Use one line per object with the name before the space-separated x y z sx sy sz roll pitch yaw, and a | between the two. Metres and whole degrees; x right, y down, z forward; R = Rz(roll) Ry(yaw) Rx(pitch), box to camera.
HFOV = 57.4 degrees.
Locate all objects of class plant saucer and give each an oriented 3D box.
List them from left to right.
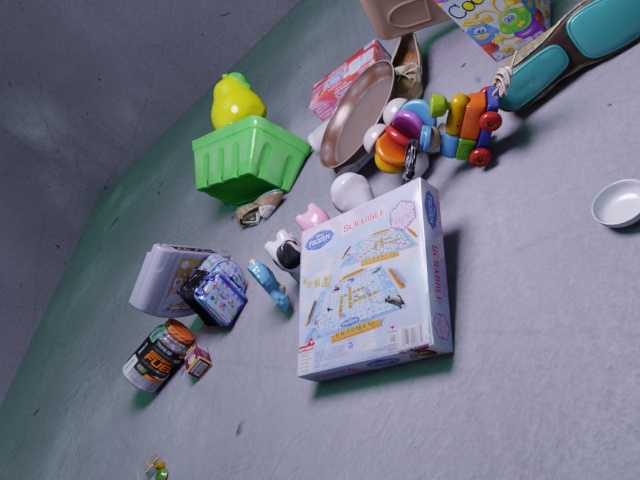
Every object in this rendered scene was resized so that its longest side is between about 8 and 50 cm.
plant saucer | 0.104 -0.314 1.503 0.310 0.050 0.311 -47 29 36

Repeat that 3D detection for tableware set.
tableware set | -0.413 0.578 1.364 0.154 0.024 0.104 -51 32 -3

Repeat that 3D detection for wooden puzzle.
wooden puzzle | 0.263 -0.645 1.448 0.347 0.322 0.081 -8 76 19

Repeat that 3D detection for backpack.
backpack | -0.266 0.126 1.560 0.116 0.158 0.173 -2 42 44

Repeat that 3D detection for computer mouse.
computer mouse | 0.180 -0.086 1.198 0.071 0.041 0.242 -136 55 -80

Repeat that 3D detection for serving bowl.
serving bowl | 0.452 -0.051 0.873 0.083 0.027 0.083 -36 32 26

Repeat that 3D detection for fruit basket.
fruit basket | -0.235 -0.330 1.868 0.392 0.282 0.392 -23 56 39

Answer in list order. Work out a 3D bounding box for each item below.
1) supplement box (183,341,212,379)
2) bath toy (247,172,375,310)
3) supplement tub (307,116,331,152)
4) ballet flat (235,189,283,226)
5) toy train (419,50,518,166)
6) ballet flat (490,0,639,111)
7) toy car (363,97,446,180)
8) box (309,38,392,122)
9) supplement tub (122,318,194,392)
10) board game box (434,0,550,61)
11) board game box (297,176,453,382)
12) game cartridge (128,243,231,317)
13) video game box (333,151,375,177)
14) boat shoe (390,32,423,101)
supplement box | -0.319 0.311 1.519 0.055 0.043 0.083 -50 28 3
bath toy | 0.000 0.000 1.353 0.348 0.151 0.129 -45 67 4
supplement tub | 0.023 -0.318 1.746 0.107 0.071 0.071 -36 32 25
ballet flat | -0.184 -0.092 1.796 0.206 0.073 0.067 -24 65 43
toy train | 0.275 -0.261 1.124 0.143 0.248 0.105 6 48 5
ballet flat | 0.484 -0.383 1.141 0.348 0.123 0.123 -34 32 27
toy car | 0.191 -0.235 1.293 0.182 0.159 0.136 -52 -11 -5
box | 0.100 -0.458 1.745 0.256 0.122 0.128 -29 35 33
supplement tub | -0.443 0.315 1.613 0.190 0.117 0.117 -50 29 2
board game box | 0.373 -0.549 1.285 0.142 0.275 0.144 -17 56 45
board game box | 0.089 0.083 1.108 0.318 0.065 0.318 -23 55 39
game cartridge | -0.371 0.112 1.577 0.062 0.297 0.198 22 97 27
video game box | 0.099 -0.272 1.611 0.187 0.048 0.205 -46 29 14
boat shoe | 0.223 -0.460 1.577 0.104 0.089 0.285 -3 45 14
